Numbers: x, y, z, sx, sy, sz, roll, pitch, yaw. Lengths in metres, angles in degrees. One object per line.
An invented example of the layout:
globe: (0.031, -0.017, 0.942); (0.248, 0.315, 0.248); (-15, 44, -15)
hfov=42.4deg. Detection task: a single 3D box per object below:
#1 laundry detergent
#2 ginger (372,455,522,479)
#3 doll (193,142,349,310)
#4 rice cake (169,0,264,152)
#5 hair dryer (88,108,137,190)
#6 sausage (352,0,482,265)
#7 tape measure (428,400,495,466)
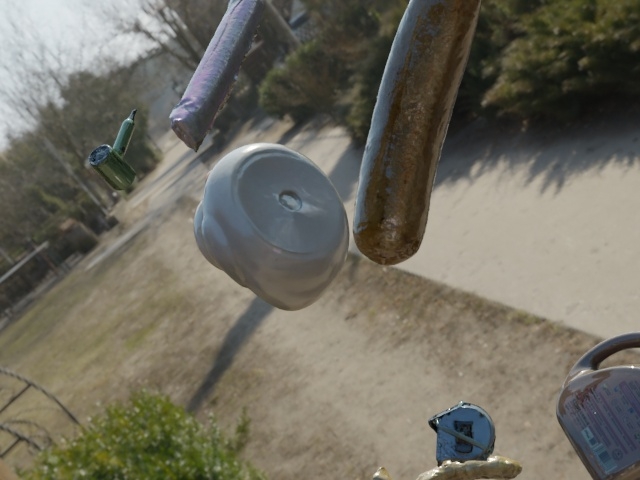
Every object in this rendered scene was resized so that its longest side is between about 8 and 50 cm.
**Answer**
laundry detergent: (0.399, 0.176, 0.984); (0.237, 0.076, 0.171); (-43, 46, 18)
ginger: (0.245, 0.453, 1.586); (0.288, 0.075, 0.089); (-11, -15, 2)
doll: (-0.083, -0.010, 1.139); (0.221, 0.251, 0.221); (-32, -15, -10)
rice cake: (-0.124, -0.215, 1.017); (0.049, 0.055, 0.270); (-45, 20, 51)
hair dryer: (-0.325, -0.161, 1.357); (0.047, 0.071, 0.150); (-3, 56, 26)
sausage: (0.148, -0.201, 1.305); (0.136, 0.123, 0.501); (-131, 53, -68)
tape measure: (0.210, 0.283, 1.216); (0.094, 0.091, 0.054); (-15, -12, 15)
